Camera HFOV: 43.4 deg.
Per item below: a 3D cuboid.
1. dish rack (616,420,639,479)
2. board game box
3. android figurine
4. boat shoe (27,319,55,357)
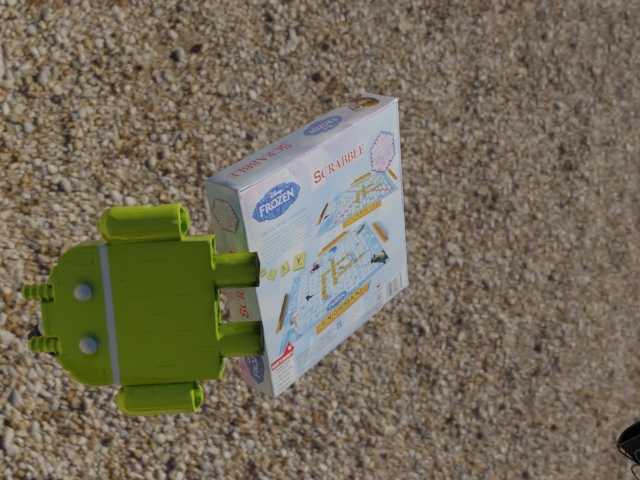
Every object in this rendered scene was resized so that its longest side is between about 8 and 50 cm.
[{"bbox_3d":[0.434,0.282,0.925,0.074,0.208,0.271,47,37,0],"label":"dish rack"},{"bbox_3d":[0.000,0.000,1.109,0.318,0.065,0.318,-34,130,-39],"label":"board game box"},{"bbox_3d":[-0.203,0.081,0.926,0.272,0.056,0.249,-2,100,-3],"label":"android figurine"},{"bbox_3d":[-0.361,0.157,1.153,0.125,0.038,0.046,39,25,-37],"label":"boat shoe"}]
